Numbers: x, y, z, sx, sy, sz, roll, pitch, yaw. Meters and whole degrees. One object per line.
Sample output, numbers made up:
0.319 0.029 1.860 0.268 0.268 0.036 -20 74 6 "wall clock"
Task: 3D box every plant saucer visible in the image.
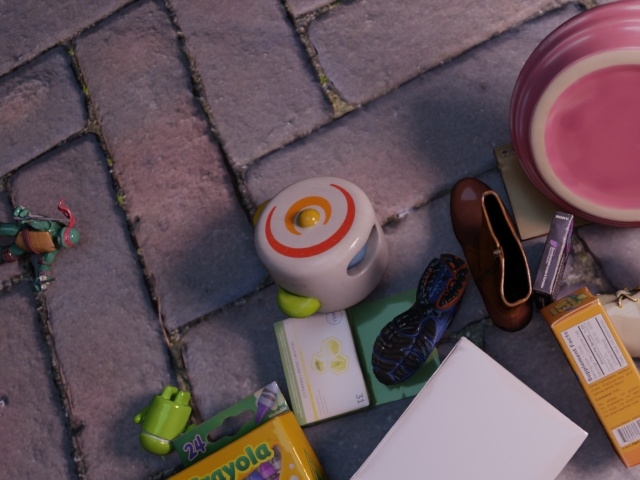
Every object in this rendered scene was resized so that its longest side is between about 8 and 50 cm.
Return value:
0.418 -0.152 1.022 0.332 0.332 0.084 16 38 20 "plant saucer"

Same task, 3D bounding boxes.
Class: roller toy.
0.000 0.000 1.174 0.191 0.146 0.209 -21 49 6 "roller toy"

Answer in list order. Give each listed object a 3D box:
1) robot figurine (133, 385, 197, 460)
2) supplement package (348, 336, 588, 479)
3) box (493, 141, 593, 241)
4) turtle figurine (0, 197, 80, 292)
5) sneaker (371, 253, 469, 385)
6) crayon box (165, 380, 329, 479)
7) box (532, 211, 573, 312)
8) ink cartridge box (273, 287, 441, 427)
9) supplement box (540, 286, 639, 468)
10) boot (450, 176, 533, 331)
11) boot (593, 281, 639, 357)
-0.253 0.296 1.226 0.101 0.067 0.115 18 80 12 "robot figurine"
0.201 0.303 1.046 0.204 0.145 0.261 38 88 19 "supplement package"
0.391 -0.099 1.182 0.201 0.021 0.164 -15 72 10 "box"
-0.524 0.005 1.368 0.234 0.118 0.175 -3 114 17 "turtle figurine"
0.160 0.129 1.143 0.083 0.087 0.221 35 84 29 "sneaker"
-0.085 0.399 1.108 0.203 0.083 0.322 -32 77 9 "crayon box"
0.334 0.037 1.083 0.029 0.162 0.116 15 79 20 "box"
0.059 0.179 1.180 0.235 0.056 0.171 -19 70 12 "ink cartridge box"
0.387 0.183 1.019 0.080 0.078 0.233 -27 97 9 "supplement box"
0.230 -0.009 1.061 0.096 0.280 0.264 -11 71 13 "boot"
0.440 0.074 1.057 0.165 0.077 0.213 -3 105 19 "boot"
